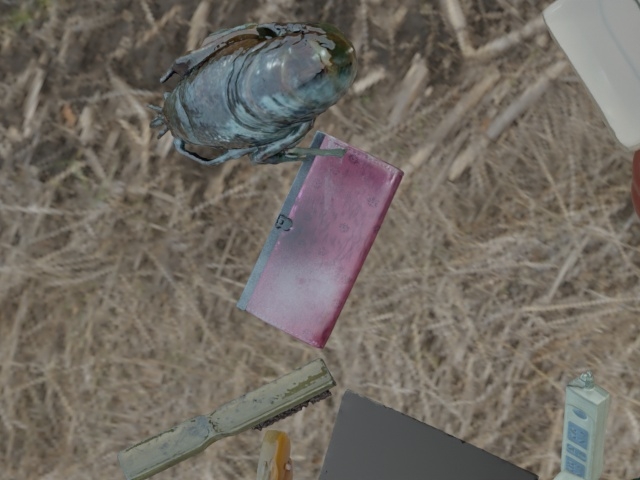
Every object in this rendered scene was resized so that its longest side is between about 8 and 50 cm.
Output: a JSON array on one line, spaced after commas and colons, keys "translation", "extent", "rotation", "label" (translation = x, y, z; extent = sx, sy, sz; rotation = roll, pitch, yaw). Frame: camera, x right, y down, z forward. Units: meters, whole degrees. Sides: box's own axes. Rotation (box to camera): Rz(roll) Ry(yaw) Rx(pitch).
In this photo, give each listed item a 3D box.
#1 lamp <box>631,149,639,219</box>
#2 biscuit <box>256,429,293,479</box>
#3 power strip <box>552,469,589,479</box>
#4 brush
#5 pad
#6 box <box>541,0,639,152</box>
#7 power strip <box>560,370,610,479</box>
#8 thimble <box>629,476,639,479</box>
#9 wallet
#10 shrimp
[{"translation": [0.466, -0.061, 1.322], "extent": [0.227, 0.227, 0.226], "rotation": [-14, 67, 35], "label": "lamp"}, {"translation": [-0.062, 0.363, 1.734], "extent": [0.050, 0.170, 0.170], "rotation": [5, 76, 5], "label": "biscuit"}, {"translation": [0.240, 0.309, 0.892], "extent": [0.106, 0.367, 0.043], "rotation": [18, 50, 42], "label": "power strip"}, {"translation": [-0.100, 0.201, 1.276], "extent": [0.248, 0.036, 0.043], "rotation": [-25, 50, -8], "label": "brush"}, {"translation": [0.112, 0.272, 1.220], "extent": [0.004, 0.243, 0.163], "rotation": [-49, 18, 55], "label": "pad"}, {"translation": [0.189, -0.112, 0.723], "extent": [0.062, 0.089, 0.122], "rotation": [-31, 89, 12], "label": "box"}, {"translation": [0.312, 0.224, 1.379], "extent": [0.048, 0.030, 0.191], "rotation": [29, 139, 38], "label": "power strip"}, {"translation": [0.318, 0.277, 1.080], "extent": [0.135, 0.118, 0.090], "rotation": [-25, 42, -13], "label": "thimble"}, {"translation": [0.000, 0.000, 1.362], "extent": [0.119, 0.025, 0.232], "rotation": [26, 97, 17], "label": "wallet"}, {"translation": [-0.068, -0.125, 1.152], "extent": [0.137, 0.172, 0.372], "rotation": [-37, 13, -18], "label": "shrimp"}]
